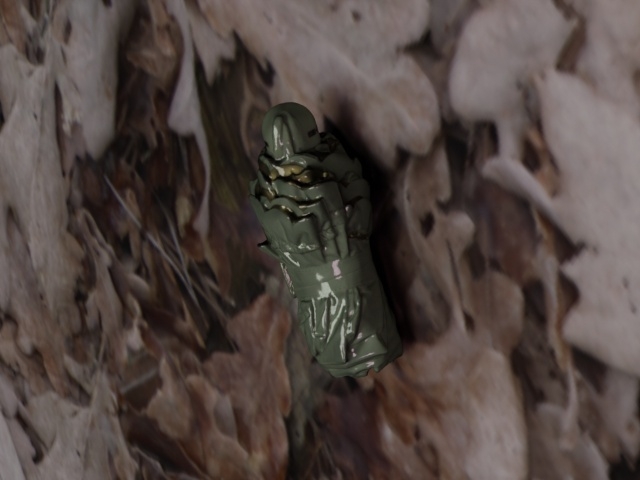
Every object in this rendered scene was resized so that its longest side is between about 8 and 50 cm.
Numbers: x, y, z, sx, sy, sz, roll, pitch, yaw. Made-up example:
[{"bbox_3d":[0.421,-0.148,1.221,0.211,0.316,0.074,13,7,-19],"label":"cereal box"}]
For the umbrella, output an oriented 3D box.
[{"bbox_3d":[0.000,0.000,0.940,0.067,0.062,0.143,-103,-3,-72],"label":"umbrella"}]
